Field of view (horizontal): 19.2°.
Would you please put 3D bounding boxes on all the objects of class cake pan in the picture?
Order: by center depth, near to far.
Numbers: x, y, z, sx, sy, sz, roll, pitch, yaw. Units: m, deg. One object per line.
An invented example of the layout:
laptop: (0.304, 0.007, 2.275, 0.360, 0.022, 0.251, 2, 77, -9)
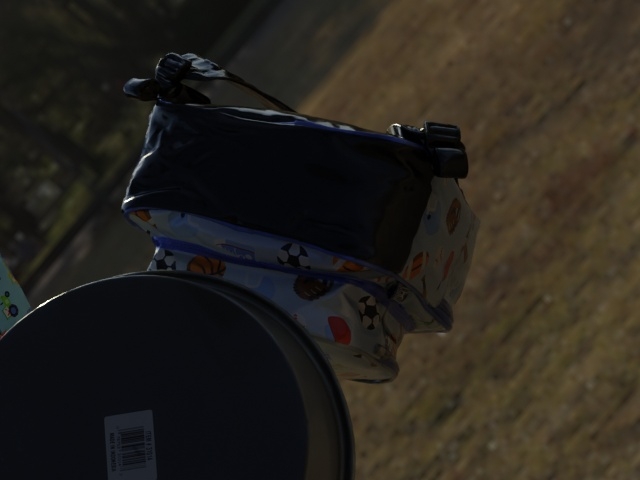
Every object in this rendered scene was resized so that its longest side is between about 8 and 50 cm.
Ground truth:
cake pan: (-0.124, 0.149, 1.274, 0.293, 0.293, 0.054, -52, -22, -10)

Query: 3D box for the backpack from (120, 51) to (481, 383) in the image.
backpack: (0.000, 0.000, 1.467, 0.263, 0.277, 0.213, 22, -94, -65)

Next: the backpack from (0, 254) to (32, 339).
backpack: (-0.347, 0.071, 1.600, 0.117, 0.158, 0.173, -18, 13, 34)
